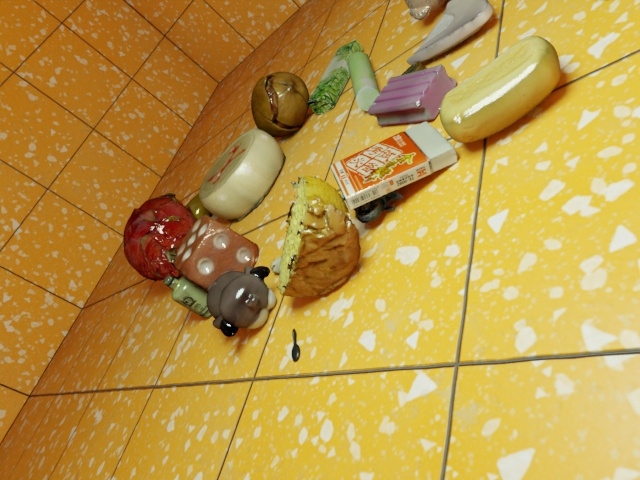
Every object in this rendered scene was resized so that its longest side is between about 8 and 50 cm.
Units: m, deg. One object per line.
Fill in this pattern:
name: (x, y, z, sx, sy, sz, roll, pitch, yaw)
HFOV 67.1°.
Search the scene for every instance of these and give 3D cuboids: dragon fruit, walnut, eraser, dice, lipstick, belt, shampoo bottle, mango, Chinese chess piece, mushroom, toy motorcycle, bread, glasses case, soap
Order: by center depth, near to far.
bread: (0.320, -0.258, 0.862, 0.217, 0.098, 0.147, -29, 34, 32)
bread: (-0.001, 0.005, 0.973, 0.160, 0.147, 0.261, -97, 17, -50)
eraser: (0.143, -0.158, 0.989, 0.230, 0.038, 0.157, -24, 34, 4)
toy motorcycle: (0.105, -0.112, 1.051, 0.114, 0.076, 0.205, -38, 31, 10)
soap: (0.214, -0.340, 1.153, 0.122, 0.065, 0.203, -56, 28, -8)
eraser: (0.337, -0.524, 1.188, 0.204, 0.059, 0.243, -53, 24, -3)
mushroom: (-0.097, 0.061, 1.202, 0.101, 0.019, 0.049, 2, 58, 60)
belt: (0.235, -0.424, 1.250, 0.083, 0.036, 0.059, -38, 32, 28)
shampoo bottle: (-0.363, 0.148, 1.345, 0.079, 0.162, 0.079, -36, 32, 27)
dice: (-0.293, 0.044, 1.360, 0.179, 0.174, 0.175, -60, 30, -6)
lipstick: (0.128, -0.482, 1.443, 0.076, 0.076, 0.304, -38, 32, 25)
glasses case: (0.056, -0.558, 1.650, 0.095, 0.062, 0.272, 0, 58, 49)
Chinese chess piece: (-0.274, -0.229, 1.677, 0.338, 0.140, 0.338, -36, 32, 27)
dragon fruit: (-0.551, -0.009, 1.697, 0.277, 0.277, 0.342, -47, 45, 10)
walnut: (-0.148, -0.469, 1.717, 0.209, 0.209, 0.336, -58, 8, -11)
mango: (-0.470, -0.140, 1.922, 0.136, 0.099, 0.228, -33, 24, 45)

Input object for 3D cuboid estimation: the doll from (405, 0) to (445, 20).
doll: (0.372, -0.738, 1.333, 0.303, 0.156, 0.201, -14, 83, 22)

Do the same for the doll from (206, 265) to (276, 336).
doll: (-0.199, 0.142, 1.156, 0.257, 0.117, 0.182, -2, 57, 56)

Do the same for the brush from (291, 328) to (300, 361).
brush: (-0.051, 0.209, 0.971, 0.024, 0.008, 0.083, -43, 29, 23)
